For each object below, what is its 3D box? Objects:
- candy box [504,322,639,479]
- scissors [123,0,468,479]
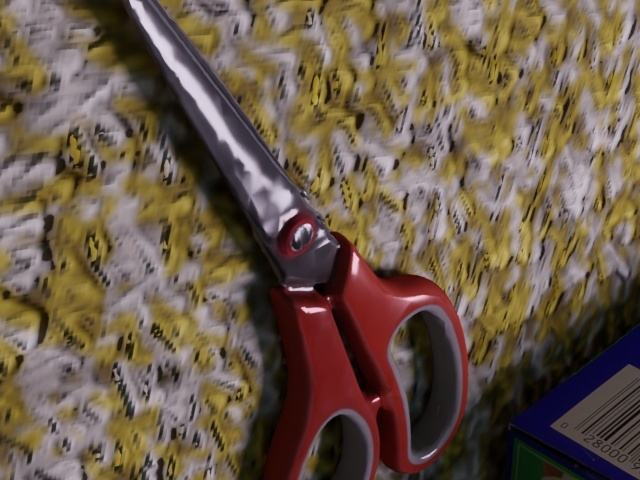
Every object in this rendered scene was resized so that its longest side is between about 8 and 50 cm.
[{"bbox_3d":[0.215,0.173,0.846,0.268,0.122,0.317,-31,134,-35],"label":"candy box"},{"bbox_3d":[0.000,0.000,0.563,0.109,0.021,0.297,-37,137,-23],"label":"scissors"}]
